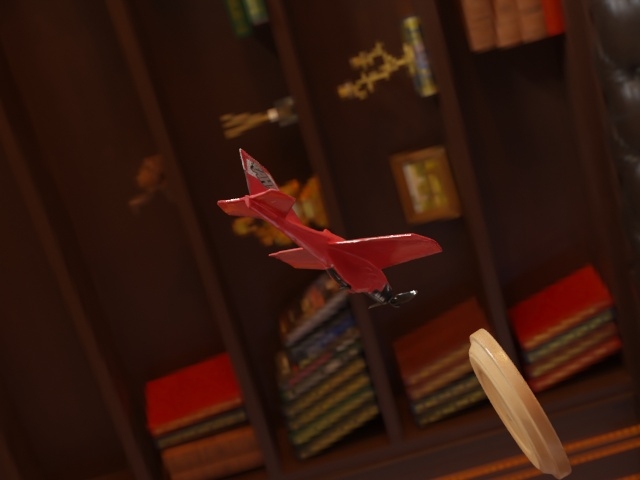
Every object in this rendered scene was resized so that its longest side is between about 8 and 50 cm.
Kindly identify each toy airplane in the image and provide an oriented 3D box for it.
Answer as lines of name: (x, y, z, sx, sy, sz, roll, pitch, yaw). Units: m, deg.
toy airplane: (0.000, 0.000, 0.731, 0.028, 0.151, 0.151, -63, -23, -24)

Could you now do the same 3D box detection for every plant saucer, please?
plant saucer: (0.097, 0.083, 0.597, 0.083, 0.013, 0.083, 60, 178, 3)
